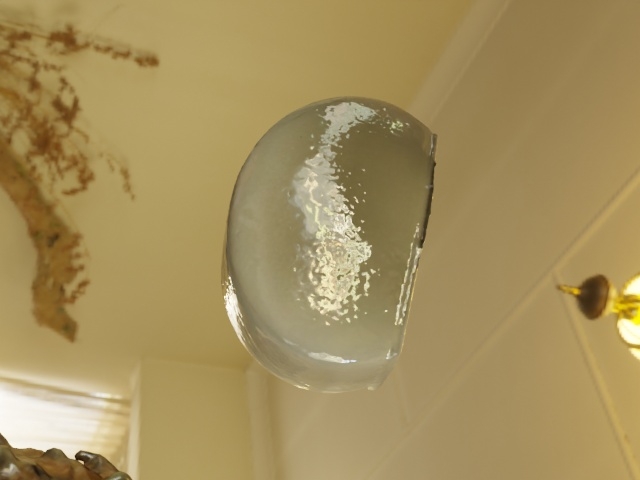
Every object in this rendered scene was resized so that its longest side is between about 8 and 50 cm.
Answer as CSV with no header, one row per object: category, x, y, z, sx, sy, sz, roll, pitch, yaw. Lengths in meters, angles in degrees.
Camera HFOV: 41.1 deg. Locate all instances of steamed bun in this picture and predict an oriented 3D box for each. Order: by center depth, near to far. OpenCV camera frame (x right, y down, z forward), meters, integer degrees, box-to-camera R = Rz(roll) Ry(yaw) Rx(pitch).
steamed bun,0.000,0.000,0.730,0.146,0.164,0.242,108,-4,-65

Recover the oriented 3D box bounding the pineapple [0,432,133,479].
pineapple,-0.172,0.115,0.256,0.157,0.278,0.158,-27,-131,36
